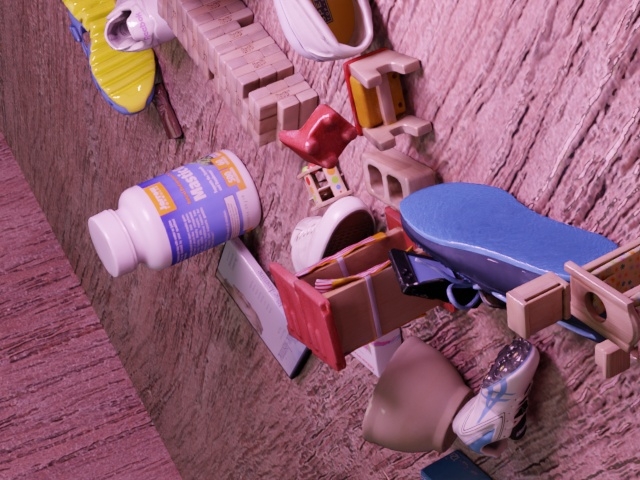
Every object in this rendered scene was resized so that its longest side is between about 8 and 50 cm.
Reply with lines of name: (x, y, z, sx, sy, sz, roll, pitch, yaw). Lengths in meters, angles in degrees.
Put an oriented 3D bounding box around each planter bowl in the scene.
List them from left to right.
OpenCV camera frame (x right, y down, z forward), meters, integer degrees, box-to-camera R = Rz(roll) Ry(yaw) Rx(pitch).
planter bowl: (0.144, 0.227, 1.852, 0.109, 0.162, 0.162, 24, 142, 20)

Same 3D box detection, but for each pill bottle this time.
pill bottle: (-0.252, -0.041, 2.300, 0.152, 0.272, 0.152, 49, 153, 36)

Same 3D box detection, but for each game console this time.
game console: (0.161, 0.041, 1.658, 0.071, 0.122, 0.107, -52, 40, 33)

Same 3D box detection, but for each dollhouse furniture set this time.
dollhouse furniture set: (0.035, -0.046, 1.723, 0.152, 0.201, 0.374, 34, 142, 56)
dollhouse furniture set: (0.289, 0.102, 1.311, 0.101, 0.181, 0.161, 39, 146, 49)

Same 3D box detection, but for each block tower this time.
block tower: (-0.130, -0.284, 2.011, 0.335, 0.091, 0.097, 52, 154, 29)

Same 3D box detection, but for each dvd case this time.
dvd case: (-0.104, 0.122, 2.432, 0.253, 0.022, 0.180, 53, 156, 13)

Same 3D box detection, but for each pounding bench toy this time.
pounding bench toy: (-0.001, -0.082, 1.971, 0.065, 0.052, 0.083, 66, 159, 1)

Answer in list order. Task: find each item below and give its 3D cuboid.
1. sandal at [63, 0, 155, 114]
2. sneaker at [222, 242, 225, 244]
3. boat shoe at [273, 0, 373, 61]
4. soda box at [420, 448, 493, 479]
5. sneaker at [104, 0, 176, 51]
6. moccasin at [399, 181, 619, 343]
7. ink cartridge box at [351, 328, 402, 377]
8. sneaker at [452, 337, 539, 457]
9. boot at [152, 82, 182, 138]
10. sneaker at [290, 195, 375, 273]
sandal: (-0.396, -0.363, 2.525, 0.138, 0.126, 0.317, 103, 147, -62)
sneaker: (-0.199, -0.023, 2.498, 0.152, 0.053, 0.061, 35, 147, 51)
boat shoe: (-0.028, -0.384, 1.606, 0.156, 0.135, 0.367, 16, 129, 63)
soda box: (0.230, 0.389, 1.902, 0.210, 0.071, 0.067, 38, 145, 50)
sneaker: (-0.313, -0.379, 2.253, 0.305, 0.152, 0.114, 15, 128, 65)
moccasin: (0.203, 0.032, 1.506, 0.342, 0.137, 0.117, 34, 147, 55)
ink cartridge box: (0.077, 0.132, 2.016, 0.088, 0.052, 0.123, 38, 147, 49)
sneaker: (0.237, 0.201, 1.698, 0.086, 0.085, 0.237, 33, 147, 9)
boot: (-0.301, -0.239, 2.539, 0.114, 0.037, 0.106, 66, 161, -13)
sneaker: (0.000, 0.000, 1.982, 0.123, 0.105, 0.290, 55, 158, 20)
